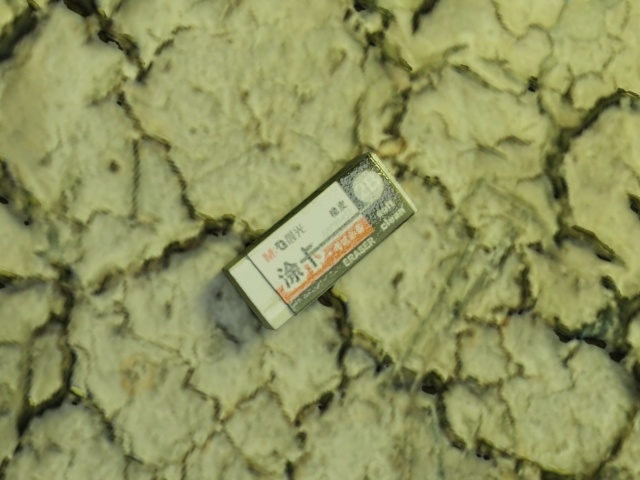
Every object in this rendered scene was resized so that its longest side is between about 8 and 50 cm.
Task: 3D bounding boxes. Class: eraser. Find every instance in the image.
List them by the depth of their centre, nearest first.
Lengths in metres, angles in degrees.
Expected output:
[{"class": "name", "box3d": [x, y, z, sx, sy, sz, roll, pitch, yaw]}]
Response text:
[{"class": "eraser", "box3d": [0.000, 0.000, 1.080, 0.122, 0.029, 0.052, -39, 98, -13]}]
